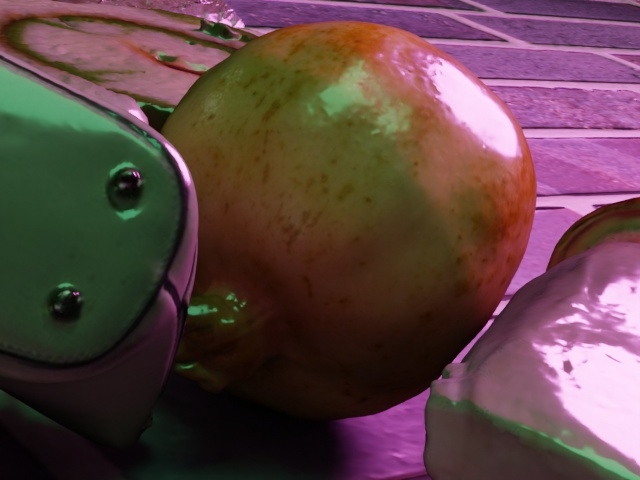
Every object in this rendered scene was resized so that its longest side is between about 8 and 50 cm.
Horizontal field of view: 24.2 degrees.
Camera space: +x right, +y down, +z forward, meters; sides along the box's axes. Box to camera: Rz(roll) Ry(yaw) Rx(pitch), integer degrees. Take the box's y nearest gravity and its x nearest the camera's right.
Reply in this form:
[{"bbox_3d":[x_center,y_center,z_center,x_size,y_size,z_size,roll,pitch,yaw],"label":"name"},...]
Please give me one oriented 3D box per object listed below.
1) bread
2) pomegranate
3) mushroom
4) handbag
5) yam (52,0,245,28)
[{"bbox_3d":[-0.120,-0.064,0.952,0.366,0.129,0.382,15,19,8],"label":"bread"},{"bbox_3d":[0.008,-0.009,0.748,0.207,0.207,0.207,11,18,-4],"label":"pomegranate"},{"bbox_3d":[0.139,0.079,0.692,0.154,0.137,0.407,4,14,11],"label":"mushroom"},{"bbox_3d":[-0.171,0.019,0.616,0.241,0.109,0.315,28,-24,-6],"label":"handbag"},{"bbox_3d":[-0.163,-0.164,1.271,0.183,0.107,0.107,-5,25,-38],"label":"yam"}]
